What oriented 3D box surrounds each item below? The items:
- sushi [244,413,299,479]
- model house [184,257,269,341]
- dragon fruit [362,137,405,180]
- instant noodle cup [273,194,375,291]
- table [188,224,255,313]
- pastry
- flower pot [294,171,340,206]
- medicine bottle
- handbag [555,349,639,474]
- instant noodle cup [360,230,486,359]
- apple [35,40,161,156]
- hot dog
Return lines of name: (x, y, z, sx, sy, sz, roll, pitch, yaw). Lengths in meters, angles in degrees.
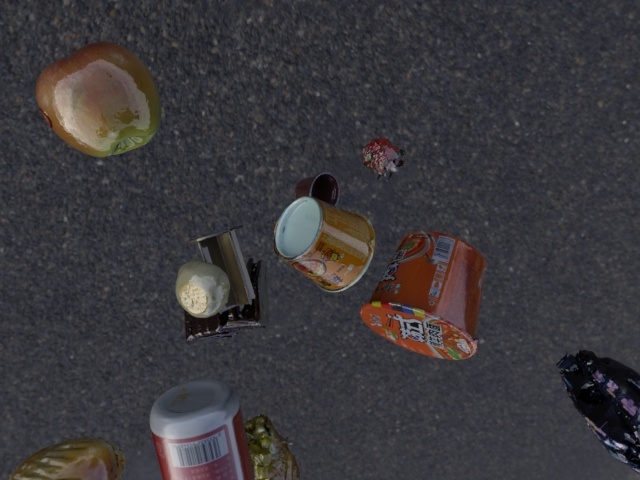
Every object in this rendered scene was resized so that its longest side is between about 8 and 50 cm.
sushi: (-0.146, 0.489, 1.090, 0.166, 0.297, 0.179, 4, 149, 37)
model house: (-0.329, 0.187, 1.874, 0.282, 0.317, 0.297, -6, 154, 1)
dragon fruit: (0.213, -0.289, 1.916, 0.142, 0.130, 0.121, 43, 80, -17)
instant noodle cup: (0.000, 0.000, 1.351, 0.216, 0.216, 0.172, -43, 134, 21)
table: (-0.273, 0.085, 1.625, 0.167, 0.167, 0.227, -17, 94, 1)
pastry: (-0.311, 0.126, 1.445, 0.156, 0.092, 0.157, 9, 113, 21)
flower pot: (-0.015, -0.133, 1.521, 0.111, 0.089, 0.111, -7, 101, -40)
medicine bottle: (-0.168, 0.344, 0.831, 0.131, 0.131, 0.250, -9, 105, -6)
handbag: (0.462, 0.263, 0.807, 0.127, 0.229, 0.207, -45, 122, 11)
instant noodle cup: (0.232, 0.111, 1.172, 0.250, 0.192, 0.250, 20, 156, 9)
apple: (-0.636, -0.397, 1.628, 0.338, 0.338, 0.305, -24, 108, 7)
hot dog: (-0.595, 0.596, 1.235, 0.196, 0.367, 0.365, 30, 150, 8)
